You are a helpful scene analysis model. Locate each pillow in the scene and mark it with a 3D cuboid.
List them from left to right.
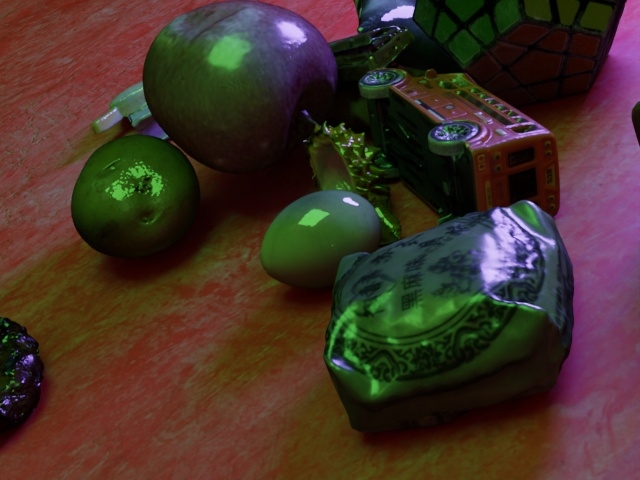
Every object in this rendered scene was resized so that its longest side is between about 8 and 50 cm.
[{"bbox_3d":[0.134,-0.342,1.861,0.186,0.106,0.250,20,29,-15],"label":"pillow"}]

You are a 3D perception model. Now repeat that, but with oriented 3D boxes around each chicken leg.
[{"bbox_3d":[-0.388,0.169,1.447,0.105,0.063,0.234,-27,32,-1],"label":"chicken leg"}]

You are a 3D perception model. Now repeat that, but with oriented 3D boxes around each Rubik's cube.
[{"bbox_3d":[0.283,-0.343,1.647,0.319,0.264,0.319,-15,31,10],"label":"Rubik's cube"}]

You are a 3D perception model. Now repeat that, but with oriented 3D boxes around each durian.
[{"bbox_3d":[0.060,-0.070,1.526,0.078,0.140,0.224,-17,46,-25],"label":"durian"}]

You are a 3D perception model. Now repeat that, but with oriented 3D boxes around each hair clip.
[{"bbox_3d":[-0.312,-0.218,2.018,0.159,0.071,0.218,-27,27,-5],"label":"hair clip"}]

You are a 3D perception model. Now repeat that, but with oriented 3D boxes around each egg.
[{"bbox_3d":[0.000,0.000,1.426,0.152,0.114,0.114,-25,31,0],"label":"egg"}]

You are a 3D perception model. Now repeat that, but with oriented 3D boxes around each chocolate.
[{"bbox_3d":[0.023,-0.270,1.757,0.102,0.065,0.329,-38,19,-21],"label":"chocolate"}]

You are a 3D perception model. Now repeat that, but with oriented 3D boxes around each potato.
[{"bbox_3d":[-0.263,-0.067,1.657,0.174,0.159,0.251,-4,18,-16],"label":"potato"}]

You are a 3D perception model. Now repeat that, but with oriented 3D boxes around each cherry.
[{"bbox_3d":[-0.115,-0.220,1.650,0.308,0.221,0.261,22,47,29],"label":"cherry"}]

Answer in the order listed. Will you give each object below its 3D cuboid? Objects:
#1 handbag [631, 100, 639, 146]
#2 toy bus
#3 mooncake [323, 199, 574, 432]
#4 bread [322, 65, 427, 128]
[{"bbox_3d":[0.441,-0.101,1.282,0.193,0.151,0.072,15,49,42],"label":"handbag"},{"bbox_3d":[0.166,-0.123,1.502,0.153,0.143,0.329,-18,28,-14],"label":"toy bus"},{"bbox_3d":[0.132,0.069,1.217,0.250,0.136,0.254,-16,30,16],"label":"mooncake"},{"bbox_3d":[0.083,-0.215,1.752,0.128,0.088,0.232,-29,26,-27],"label":"bread"}]
